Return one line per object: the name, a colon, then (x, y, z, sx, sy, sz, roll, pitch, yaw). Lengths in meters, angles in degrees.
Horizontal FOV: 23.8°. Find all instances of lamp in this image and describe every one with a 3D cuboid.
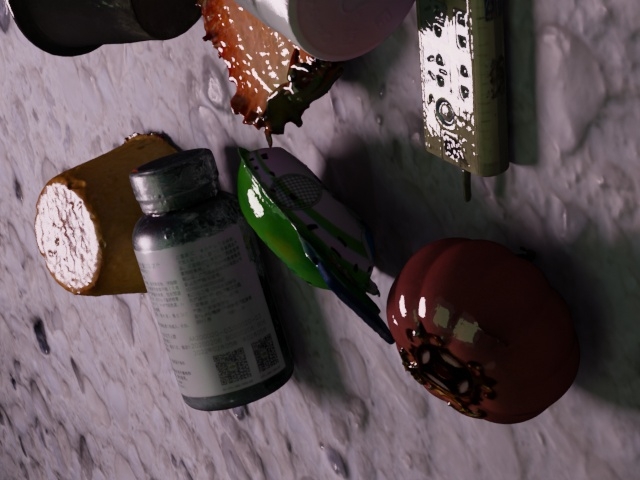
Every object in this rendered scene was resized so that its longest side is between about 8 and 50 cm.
lamp: (0.146, 0.073, 1.326, 0.182, 0.140, 0.182, 34, 151, 22)

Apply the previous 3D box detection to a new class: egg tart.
egg tart: (-0.249, -0.023, 1.905, 0.215, 0.171, 0.215, 16, 113, 44)

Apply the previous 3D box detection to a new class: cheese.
cheese: (0.000, 0.000, 1.484, 0.204, 0.083, 0.320, 44, -174, -29)

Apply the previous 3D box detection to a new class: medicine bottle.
medicine bottle: (-0.039, -0.279, 1.353, 0.254, 0.152, 0.152, 43, 144, 40)
medicine bottle: (-0.134, 0.043, 1.780, 0.141, 0.141, 0.293, 8, 118, 59)

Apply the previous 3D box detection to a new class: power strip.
power strip: (0.121, -0.151, 1.295, 0.092, 0.034, 0.268, 32, 137, 47)

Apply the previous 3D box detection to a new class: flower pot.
flower pot: (-0.207, -0.295, 1.609, 0.148, 0.235, 0.235, 20, 130, 31)

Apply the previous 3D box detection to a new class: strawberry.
strawberry: (-0.039, -0.213, 1.494, 0.167, 0.087, 0.208, -42, 60, 49)
